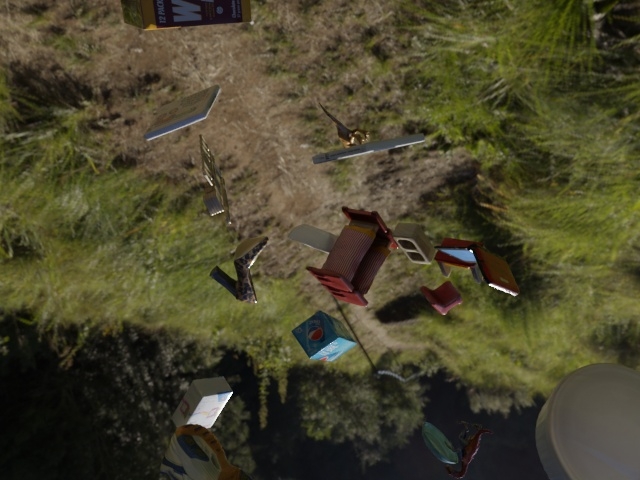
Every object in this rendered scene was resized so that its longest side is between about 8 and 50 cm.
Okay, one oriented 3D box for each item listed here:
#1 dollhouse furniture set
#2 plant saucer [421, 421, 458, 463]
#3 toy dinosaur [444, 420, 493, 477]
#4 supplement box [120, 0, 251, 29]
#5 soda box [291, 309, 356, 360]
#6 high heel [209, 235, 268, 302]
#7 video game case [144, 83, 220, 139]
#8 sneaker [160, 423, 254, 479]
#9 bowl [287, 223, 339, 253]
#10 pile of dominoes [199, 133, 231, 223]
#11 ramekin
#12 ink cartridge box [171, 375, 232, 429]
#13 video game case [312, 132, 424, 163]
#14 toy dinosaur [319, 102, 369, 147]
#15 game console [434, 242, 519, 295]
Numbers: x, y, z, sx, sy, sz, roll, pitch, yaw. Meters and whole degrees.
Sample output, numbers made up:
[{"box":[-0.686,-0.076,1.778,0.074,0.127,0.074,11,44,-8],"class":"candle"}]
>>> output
[{"box":[0.180,0.055,1.364,0.152,0.374,0.201,48,63,-41],"class":"dollhouse furniture set"},{"box":[0.287,0.501,1.413,0.021,0.119,0.119,-46,158,13],"class":"plant saucer"},{"box":[0.205,0.302,0.823,0.047,0.082,0.090,9,171,-3],"class":"toy dinosaur"},{"box":[-0.249,-0.457,1.029,0.191,0.194,0.129,-13,118,-22],"class":"supplement box"},{"box":[0.012,0.200,1.183,0.071,0.067,0.210,-37,161,3],"class":"soda box"},{"box":[-0.210,0.098,1.867,0.261,0.186,0.093,-36,-155,28],"class":"high heel"},{"box":[-0.312,-0.292,1.307,0.157,0.143,0.019,-16,126,19],"class":"video game case"},{"box":[-0.217,0.517,1.168,0.112,0.296,0.131,12,115,-52],"class":"sneaker"},{"box":[0.000,0.000,1.534,0.142,0.142,0.053,24,86,-54],"class":"bowl"},{"box":[-0.316,-0.175,1.638,0.040,0.251,0.196,-20,130,0],"class":"pile of dominoes"},{"box":[0.533,0.378,1.075,0.273,0.272,0.127,-25,154,-19],"class":"ramekin"},{"box":[-0.267,0.371,1.299,0.089,0.052,0.122,6,124,-49],"class":"ink cartridge box"},{"box":[0.106,-0.205,1.282,0.190,0.022,0.173,-18,-171,-40],"class":"video game case"},{"box":[0.073,-0.305,1.648,0.211,0.112,0.064,51,53,-58],"class":"toy dinosaur"},{"box":[0.312,0.059,1.144,0.085,0.124,0.144,-34,146,30],"class":"game console"}]
